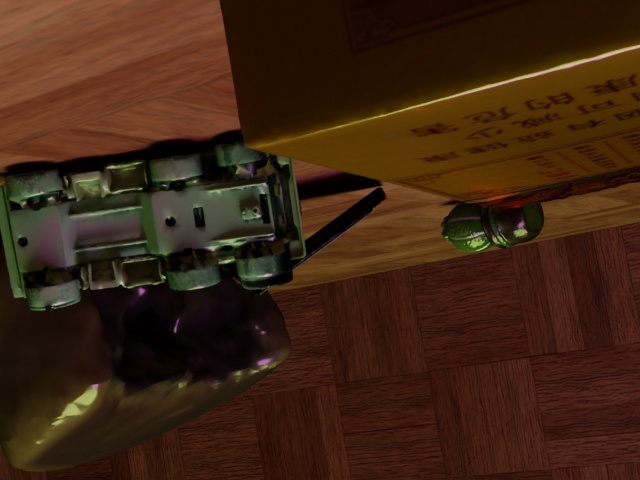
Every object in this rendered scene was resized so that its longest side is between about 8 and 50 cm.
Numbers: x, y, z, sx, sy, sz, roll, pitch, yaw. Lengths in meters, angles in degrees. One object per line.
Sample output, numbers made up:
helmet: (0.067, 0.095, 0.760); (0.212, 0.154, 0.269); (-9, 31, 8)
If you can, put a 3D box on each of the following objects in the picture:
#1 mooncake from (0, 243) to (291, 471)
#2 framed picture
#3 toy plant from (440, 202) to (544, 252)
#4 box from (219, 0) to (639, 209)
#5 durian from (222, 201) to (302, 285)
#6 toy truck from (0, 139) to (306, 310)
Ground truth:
mooncake: (-0.248, 0.112, 1.238); (0.393, 0.246, 0.394); (-30, 162, -15)
framed picture: (0.000, 0.000, 1.204); (0.195, 0.010, 0.199); (-37, -175, 6)
toy plant: (0.267, -0.029, 1.567); (0.162, 0.093, 0.093); (-10, 175, 40)
box: (0.157, -0.103, 0.521); (0.264, 0.116, 0.415); (-13, 173, 25)
durian: (-0.081, -0.021, 1.184); (0.108, 0.119, 0.186); (-45, -174, -15)
toy truck: (-0.150, -0.015, 0.892); (0.259, 0.128, 0.135); (-9, -172, -5)
